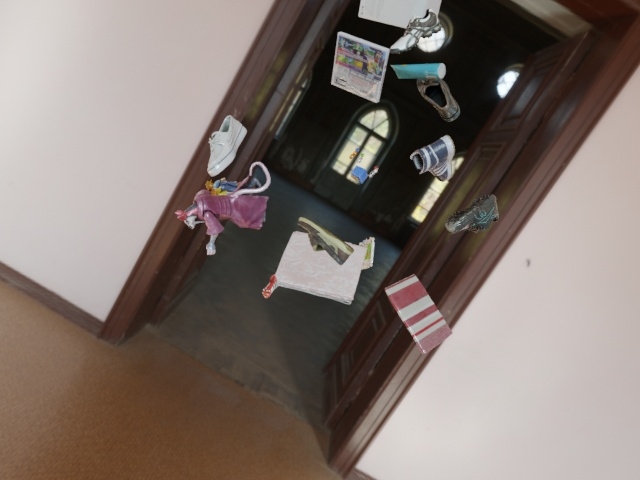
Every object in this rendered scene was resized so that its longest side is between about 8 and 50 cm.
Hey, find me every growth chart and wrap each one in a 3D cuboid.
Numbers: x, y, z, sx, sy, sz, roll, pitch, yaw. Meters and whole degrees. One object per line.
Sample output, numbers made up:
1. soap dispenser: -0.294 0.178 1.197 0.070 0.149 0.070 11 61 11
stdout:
1. growth chart: 0.228 0.078 2.435 0.021 0.172 0.237 7 -16 -20

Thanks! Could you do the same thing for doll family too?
1. doll family: -0.490 -0.246 2.282 0.163 0.118 0.263 1 47 -1

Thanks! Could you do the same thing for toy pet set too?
1. toy pet set: 0.163 -0.288 1.790 0.122 0.114 0.065 41 -14 -11

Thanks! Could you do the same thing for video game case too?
1. video game case: 0.132 -0.596 1.585 0.201 0.183 0.023 32 46 24

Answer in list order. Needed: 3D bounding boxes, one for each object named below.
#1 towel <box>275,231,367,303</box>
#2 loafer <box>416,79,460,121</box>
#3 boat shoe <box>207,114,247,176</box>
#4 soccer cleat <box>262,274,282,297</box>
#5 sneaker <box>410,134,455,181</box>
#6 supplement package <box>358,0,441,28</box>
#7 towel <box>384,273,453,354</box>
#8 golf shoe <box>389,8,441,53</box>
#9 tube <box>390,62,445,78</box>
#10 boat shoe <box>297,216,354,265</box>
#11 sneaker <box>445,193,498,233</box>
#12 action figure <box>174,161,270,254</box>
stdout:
1. towel: 0.005 0.102 1.897 0.332 0.053 0.317 14 44 6
2. loafer: 0.441 -0.567 1.756 0.084 0.096 0.267 24 34 -48
3. boat shoe: -0.314 -0.303 1.453 0.084 0.095 0.258 47 34 -30
4. soccer cleat: -0.135 0.128 1.285 0.036 0.083 0.029 -4 40 -47
5. sneaker: 0.444 -0.301 1.846 0.099 0.153 0.282 63 -1 24
6. supplement package: 0.322 -0.961 1.801 0.263 0.199 0.198 25 38 21
7. towel: 0.442 0.328 2.088 0.237 0.037 0.329 -17 71 -43
8. golf shoe: 0.313 -0.715 1.576 0.094 0.198 0.077 59 -3 -28
9. tube: 0.363 -0.632 1.723 0.207 0.052 0.080 16 -18 40
10. boat shoe: 0.001 0.001 1.407 0.223 0.073 0.080 32 -2 33
11. sneaker: 0.541 -0.073 1.601 0.101 0.267 0.106 -10 -75 57
12. action figure: -0.372 -0.124 1.781 0.370 0.275 0.248 -12 61 -38
